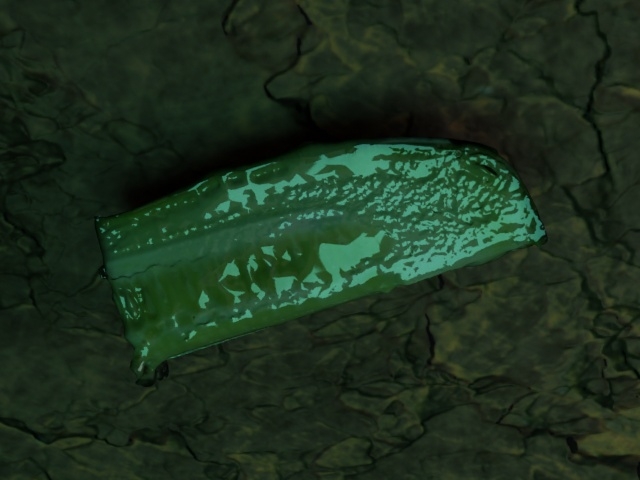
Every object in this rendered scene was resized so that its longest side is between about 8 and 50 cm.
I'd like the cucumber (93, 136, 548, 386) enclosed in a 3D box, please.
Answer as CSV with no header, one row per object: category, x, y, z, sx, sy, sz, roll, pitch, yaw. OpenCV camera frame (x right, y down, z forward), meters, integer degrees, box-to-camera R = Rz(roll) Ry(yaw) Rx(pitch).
cucumber,0.000,-0.003,0.953,0.325,0.105,0.145,-16,96,16
